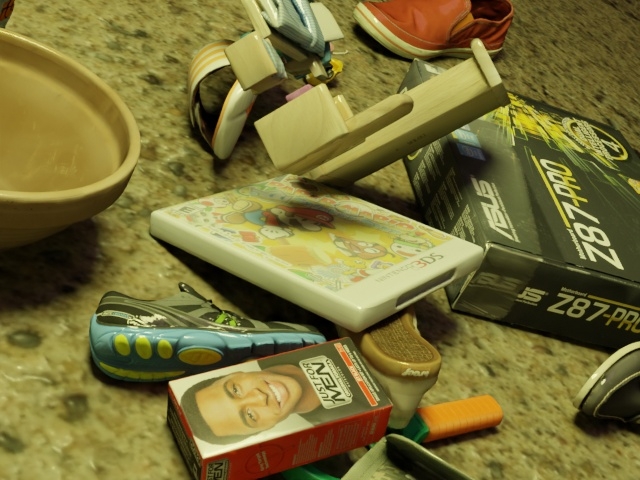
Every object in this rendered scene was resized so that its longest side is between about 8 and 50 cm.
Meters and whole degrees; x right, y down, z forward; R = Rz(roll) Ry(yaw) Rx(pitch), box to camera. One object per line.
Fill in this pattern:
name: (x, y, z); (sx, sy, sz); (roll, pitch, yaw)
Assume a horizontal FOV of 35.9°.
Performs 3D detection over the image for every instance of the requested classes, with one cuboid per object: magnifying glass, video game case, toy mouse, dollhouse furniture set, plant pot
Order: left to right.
plant pot: (-0.266, -0.065, 0.753); (0.237, 0.109, 0.237); (19, 32, -13)
toy mouse: (-0.032, -0.247, 1.277); (0.143, 0.031, 0.161); (39, 32, 16)
video game case: (0.000, 0.000, 0.881); (0.227, 0.026, 0.206); (23, 25, 30)
dollhouse furniture set: (0.018, -0.233, 0.949); (0.303, 0.198, 0.286); (64, 13, 7)
magnifying glass: (0.058, 0.150, 0.776); (0.231, 0.026, 0.092); (-4, 43, -39)

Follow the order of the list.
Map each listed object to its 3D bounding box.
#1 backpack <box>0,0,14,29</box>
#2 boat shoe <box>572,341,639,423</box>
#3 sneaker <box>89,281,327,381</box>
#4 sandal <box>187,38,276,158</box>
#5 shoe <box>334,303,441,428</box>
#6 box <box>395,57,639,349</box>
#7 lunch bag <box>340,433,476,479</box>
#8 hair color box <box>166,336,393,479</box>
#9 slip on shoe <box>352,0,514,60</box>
backpack: (-0.392, -0.259, 0.864); (0.263, 0.213, 0.276); (36, 27, -8)
boat shoe: (0.316, 0.142, 0.937); (0.206, 0.075, 0.065); (-1, 38, -46)
sneaker: (-0.080, 0.067, 0.744); (0.188, 0.067, 0.078); (8, 42, -25)
sandal: (-0.104, -0.167, 1.051); (0.076, 0.102, 0.265); (23, 23, -6)
shoe: (0.047, 0.081, 0.822); (0.077, 0.058, 0.219); (1, 19, -8)
box: (0.264, -0.042, 1.146); (0.318, 0.097, 0.394); (14, 34, -17)
lunch bag: (0.087, 0.233, 0.542); (0.235, 0.168, 0.287); (32, 23, 13)
hair color box: (-0.029, 0.120, 0.692); (0.141, 0.043, 0.072); (-12, 45, -24)
slip on shoe: (0.178, -0.342, 1.516); (0.331, 0.101, 0.123); (-7, 47, -42)
